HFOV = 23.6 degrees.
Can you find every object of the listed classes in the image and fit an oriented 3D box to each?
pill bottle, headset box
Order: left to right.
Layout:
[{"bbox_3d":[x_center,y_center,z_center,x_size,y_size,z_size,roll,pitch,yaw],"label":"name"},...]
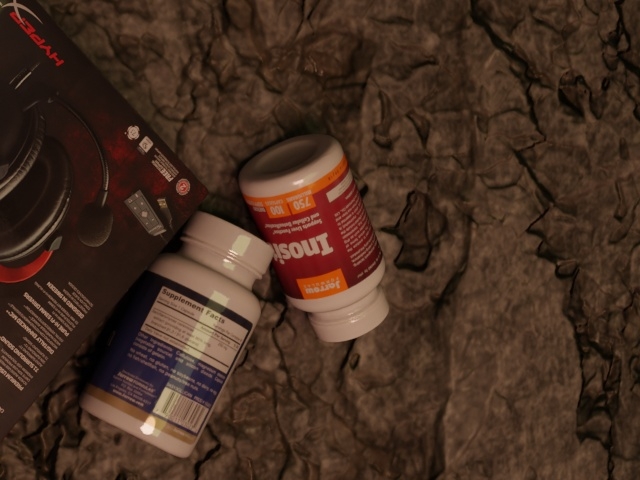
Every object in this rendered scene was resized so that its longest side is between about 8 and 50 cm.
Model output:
[{"bbox_3d":[-0.251,-0.001,1.012,0.293,0.110,0.218,-51,123,-17],"label":"headset box"},{"bbox_3d":[-0.102,0.067,1.140,0.094,0.094,0.169,33,80,-35],"label":"pill bottle"},{"bbox_3d":[0.000,0.000,1.202,0.086,0.086,0.152,-34,116,-25],"label":"pill bottle"}]
